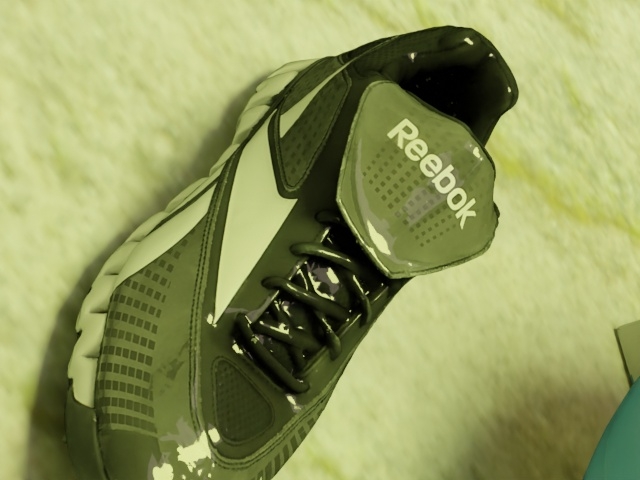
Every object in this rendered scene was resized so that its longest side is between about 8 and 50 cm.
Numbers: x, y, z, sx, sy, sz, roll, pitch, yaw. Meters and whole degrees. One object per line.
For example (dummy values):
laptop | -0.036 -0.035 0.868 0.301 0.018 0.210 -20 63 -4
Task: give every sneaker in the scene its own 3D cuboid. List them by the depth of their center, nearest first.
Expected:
sneaker | 0.000 0.000 0.589 0.078 0.106 0.234 51 40 -18

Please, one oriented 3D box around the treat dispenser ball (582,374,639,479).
treat dispenser ball | 0.226 0.133 0.644 0.288 0.288 0.288 26 53 -41

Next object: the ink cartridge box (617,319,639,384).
ink cartridge box | 0.169 0.056 0.828 0.083 0.028 0.048 0 72 -50
